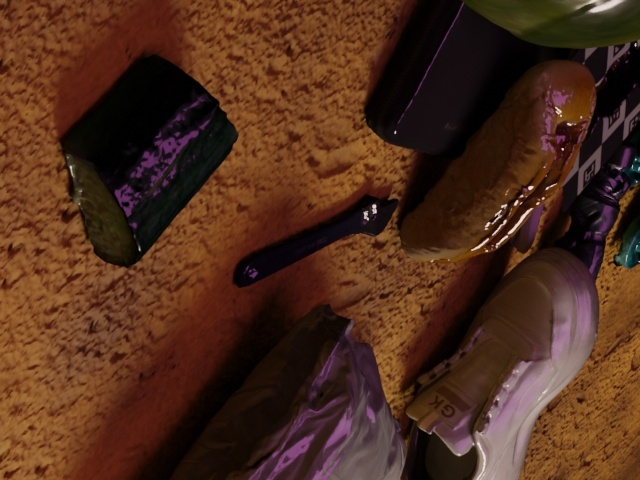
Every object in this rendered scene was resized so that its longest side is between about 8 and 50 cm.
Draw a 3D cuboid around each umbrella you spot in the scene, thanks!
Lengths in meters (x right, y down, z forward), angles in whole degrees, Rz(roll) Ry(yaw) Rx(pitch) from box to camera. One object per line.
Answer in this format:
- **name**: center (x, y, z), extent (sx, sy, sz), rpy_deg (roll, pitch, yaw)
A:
- **umbrella**: center (0.275, -0.004, 1.908), extent (0.080, 0.071, 0.224), rpy_deg (-107, -145, -73)

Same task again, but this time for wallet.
- **wallet**: center (0.133, -0.136, 1.567), extent (0.149, 0.044, 0.250), rpy_deg (-60, 153, 10)

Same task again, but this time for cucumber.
- **cucumber**: center (-0.115, -0.050, 1.232), extent (0.115, 0.062, 0.116), rpy_deg (-51, 153, -20)

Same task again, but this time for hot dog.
- **hot dog**: center (0.163, -0.055, 1.589), extent (0.084, 0.073, 0.242), rpy_deg (-10, 147, -49)

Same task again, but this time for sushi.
- **sushi**: center (0.261, -0.164, 1.703), extent (0.215, 0.050, 0.192), rpy_deg (-48, 148, -29)

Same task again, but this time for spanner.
- **spanner**: center (0.000, 0.000, 1.519), extent (0.208, 0.012, 0.046), rpy_deg (-26, 139, -45)

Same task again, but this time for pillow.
- **pillow**: center (-0.034, 0.236, 1.568), extent (0.310, 0.138, 0.283), rpy_deg (-55, 153, -12)

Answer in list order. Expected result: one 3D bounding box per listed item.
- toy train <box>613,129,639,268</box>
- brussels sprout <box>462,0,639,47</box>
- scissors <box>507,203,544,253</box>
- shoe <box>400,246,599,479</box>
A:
- **toy train**: center (0.419, -0.068, 2.022), extent (0.194, 0.120, 0.298), rpy_deg (-51, 152, -23)
- **brussels sprout**: center (0.197, -0.274, 1.285), extent (0.289, 0.281, 0.354), rpy_deg (-56, 162, -2)
- **scissors**: center (0.212, -0.072, 1.773), extent (0.101, 0.027, 0.204), rpy_deg (-29, 139, -41)
- **shoe**: center (0.159, 0.153, 1.826), extent (0.159, 0.124, 0.316), rpy_deg (-11, 128, -46)
